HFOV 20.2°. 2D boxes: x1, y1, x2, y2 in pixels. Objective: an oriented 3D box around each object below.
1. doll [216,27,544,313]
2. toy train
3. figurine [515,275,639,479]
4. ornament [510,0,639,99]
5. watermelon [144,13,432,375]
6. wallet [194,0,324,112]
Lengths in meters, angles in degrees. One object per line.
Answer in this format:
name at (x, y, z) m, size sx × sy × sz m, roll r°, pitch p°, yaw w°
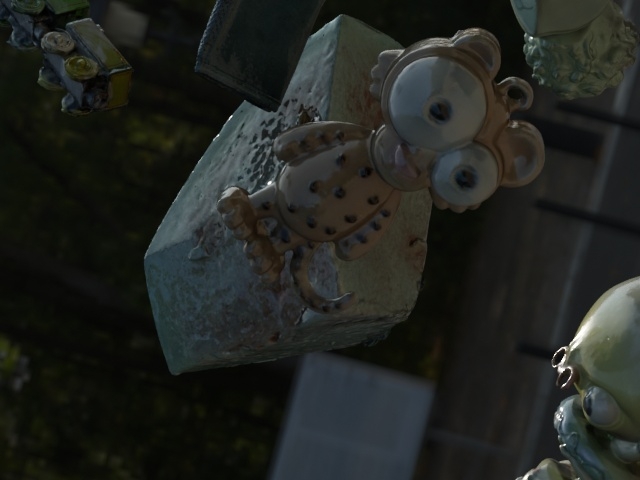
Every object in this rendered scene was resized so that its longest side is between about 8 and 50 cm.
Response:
doll at (0.051, -0.058, 1.473) m, size 0.278 × 0.154 × 0.119 m, roll -36°, pitch 10°, yaw 16°
toy train at (-0.244, -0.193, 1.701) m, size 0.081 × 0.202 × 0.060 m, roll -18°, pitch -38°, yaw -32°
figurine at (0.319, 0.230, 1.863) m, size 0.394 × 0.274 × 0.227 m, roll -52°, pitch 14°, yaw 22°
ornament at (0.262, -0.249, 1.934) m, size 0.120 × 0.130 × 0.285 m, roll 60°, pitch -173°, yaw 32°
watermelon at (0.000, 0.000, 1.689) m, size 0.387 × 0.228 × 0.258 m, roll -59°, pitch 27°, yaw 12°
wallet at (-0.053, -0.185, 1.552) m, size 0.026 × 0.088 × 0.129 m, roll -2°, pitch 64°, yaw 65°
